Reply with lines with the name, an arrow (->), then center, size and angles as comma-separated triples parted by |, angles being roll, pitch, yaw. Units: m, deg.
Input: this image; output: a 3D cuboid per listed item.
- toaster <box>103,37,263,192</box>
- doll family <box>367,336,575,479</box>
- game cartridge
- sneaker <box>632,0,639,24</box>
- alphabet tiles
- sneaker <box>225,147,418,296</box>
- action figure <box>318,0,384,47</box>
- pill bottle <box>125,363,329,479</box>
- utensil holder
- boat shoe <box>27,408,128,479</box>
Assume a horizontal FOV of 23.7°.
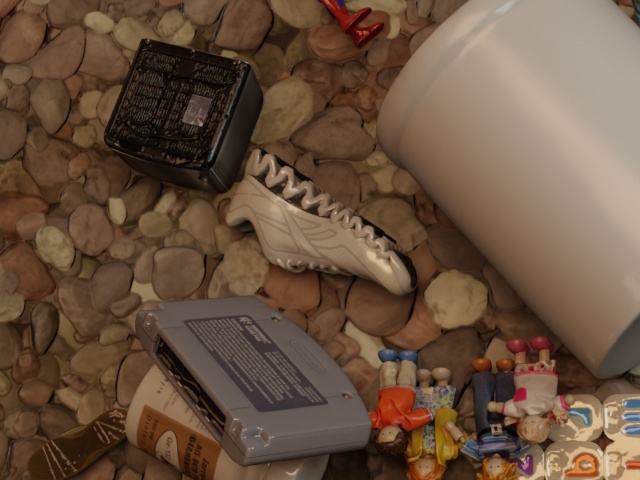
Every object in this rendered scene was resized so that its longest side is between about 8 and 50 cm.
toaster -> -0.181, -0.158, 2.024 | 0.168, 0.110, 0.186 | 14, 75, 19
doll family -> 0.179, 0.219, 1.805 | 0.263, 0.118, 0.163 | -7, 52, 17
game cartridge -> -0.074, 0.162, 1.823 | 0.196, 0.060, 0.294 | -7, 33, -31
sneaker -> 0.484, -0.335, 1.822 | 0.261, 0.104, 0.125 | -20, 106, 28
alphabet tiles -> 0.333, 0.320, 1.782 | 0.278, 0.021, 0.284 | -3, 71, 13
sneaker -> 0.000, 0.000, 1.937 | 0.292, 0.110, 0.118 | 35, 90, 30
action figure -> 0.010, -0.409, 2.075 | 0.139, 0.091, 0.280 | -42, 68, 5
pill bottle -> -0.111, 0.240, 1.859 | 0.229, 0.131, 0.131 | 25, 79, 20
utensil holder -> 0.308, -0.082, 1.764 | 0.327, 0.327, 0.385 | -40, 69, -2
boat shoe -> -0.303, 0.262, 1.952 | 0.153, 0.048, 0.056 | -34, 79, 8
